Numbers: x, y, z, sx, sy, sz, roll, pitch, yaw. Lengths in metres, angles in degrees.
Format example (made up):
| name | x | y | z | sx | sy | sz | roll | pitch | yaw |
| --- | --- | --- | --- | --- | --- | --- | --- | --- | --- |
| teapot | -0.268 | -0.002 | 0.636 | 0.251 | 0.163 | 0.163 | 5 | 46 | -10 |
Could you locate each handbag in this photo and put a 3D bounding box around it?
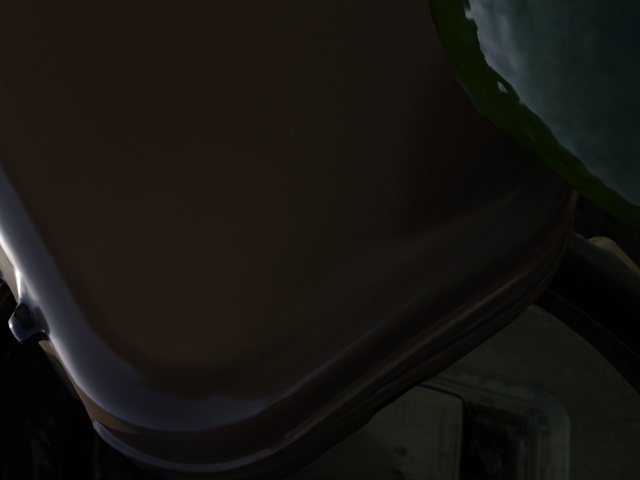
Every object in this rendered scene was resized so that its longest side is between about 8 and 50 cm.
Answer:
| name | x | y | z | sx | sy | sz | roll | pitch | yaw |
| --- | --- | --- | --- | --- | --- | --- | --- | --- | --- |
| handbag | -0.017 | -0.083 | 0.618 | 0.302 | 0.283 | 0.149 | 58 | 173 | 21 |

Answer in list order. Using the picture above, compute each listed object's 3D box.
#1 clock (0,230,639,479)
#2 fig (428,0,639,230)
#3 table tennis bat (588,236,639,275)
| name | x | y | z | sx | sy | sz | roll | pitch | yaw |
| --- | --- | --- | --- | --- | --- | --- | --- | --- | --- |
| clock | 0.028 | 0.121 | 0.685 | 0.386 | 0.076 | 0.386 | 10 | -136 | -10 |
| fig | 0.128 | -0.119 | 0.467 | 0.203 | 0.203 | 0.235 | 25 | -144 | -15 |
| table tennis bat | 0.366 | 0.128 | 1.443 | 0.368 | 0.224 | 0.054 | 38 | -172 | 0 |
